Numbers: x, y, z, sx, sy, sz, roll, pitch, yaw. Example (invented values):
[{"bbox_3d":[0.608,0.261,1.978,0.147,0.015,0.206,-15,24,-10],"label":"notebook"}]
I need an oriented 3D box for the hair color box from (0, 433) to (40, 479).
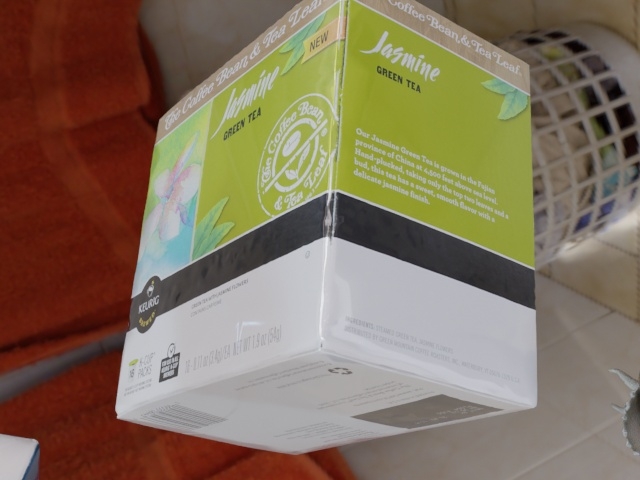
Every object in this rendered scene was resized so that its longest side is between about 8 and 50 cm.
[{"bbox_3d":[-0.364,0.184,0.553,0.174,0.347,0.105,-84,6,-57],"label":"hair color box"}]

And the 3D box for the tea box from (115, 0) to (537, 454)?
[{"bbox_3d":[0.000,0.000,0.840,0.329,0.220,0.324,-26,52,48],"label":"tea box"}]

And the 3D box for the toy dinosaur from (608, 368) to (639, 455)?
[{"bbox_3d":[0.329,0.126,0.773,0.313,0.160,0.121,64,-149,-61],"label":"toy dinosaur"}]
